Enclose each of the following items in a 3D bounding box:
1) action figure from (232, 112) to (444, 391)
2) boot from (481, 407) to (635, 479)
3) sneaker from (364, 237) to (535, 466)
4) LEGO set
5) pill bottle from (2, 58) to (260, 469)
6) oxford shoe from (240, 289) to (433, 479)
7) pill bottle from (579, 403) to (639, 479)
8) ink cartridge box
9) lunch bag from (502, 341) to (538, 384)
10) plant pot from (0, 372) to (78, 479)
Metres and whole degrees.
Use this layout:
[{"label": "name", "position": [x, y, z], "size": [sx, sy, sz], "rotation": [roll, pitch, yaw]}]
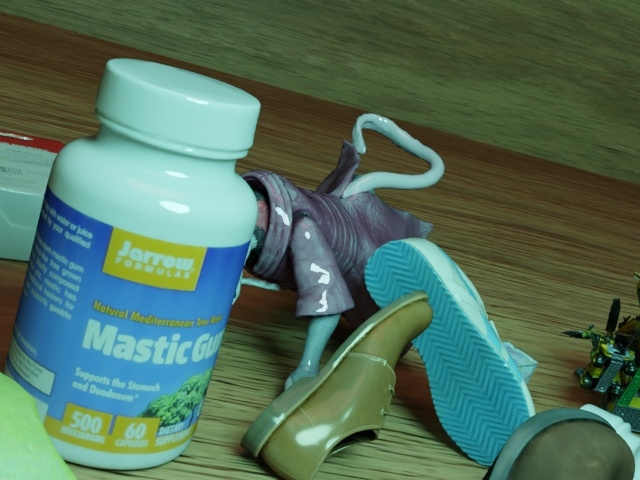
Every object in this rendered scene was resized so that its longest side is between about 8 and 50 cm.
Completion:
[{"label": "action figure", "position": [0.000, 0.000, 1.003], "size": [0.248, 0.276, 0.370], "rotation": [33, 7, 28]}, {"label": "boot", "position": [0.178, 0.209, 0.511], "size": [0.280, 0.096, 0.264], "rotation": [36, 21, 31]}, {"label": "sneaker", "position": [0.131, 0.096, 0.947], "size": [0.229, 0.087, 0.092], "rotation": [62, 25, 6]}, {"label": "LEGO set", "position": [0.445, 0.098, 1.126], "size": [0.331, 0.255, 0.192], "rotation": [7, 43, 3]}, {"label": "pill bottle", "position": [-0.133, 0.014, 0.757], "size": [0.152, 0.272, 0.152], "rotation": [16, 16, -5]}, {"label": "oxford shoe", "position": [0.033, 0.121, 0.847], "size": [0.076, 0.076, 0.212], "rotation": [40, 59, 14]}, {"label": "pill bottle", "position": [0.286, 0.220, 0.758], "size": [0.245, 0.136, 0.136], "rotation": [26, 18, 28]}, {"label": "ink cartridge box", "position": [-0.330, -0.054, 1.139], "size": [0.134, 0.078, 0.231], "rotation": [9, 18, -29]}, {"label": "lunch bag", "position": [0.166, 0.142, 1.020], "size": [0.083, 0.071, 0.053], "rotation": [6, 22, -45]}, {"label": "plant pot", "position": [-0.228, 0.127, 0.357], "size": [0.276, 0.276, 0.254], "rotation": [28, 7, 32]}]
